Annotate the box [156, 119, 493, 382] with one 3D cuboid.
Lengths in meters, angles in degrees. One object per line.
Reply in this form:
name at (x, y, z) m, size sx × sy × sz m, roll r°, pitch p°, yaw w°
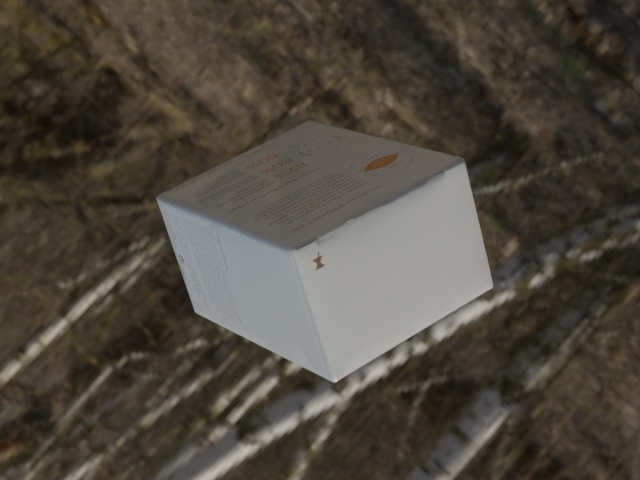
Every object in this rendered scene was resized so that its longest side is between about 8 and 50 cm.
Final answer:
box at (0.000, 0.000, 0.878) m, size 0.170 × 0.130 × 0.091 m, roll 22°, pitch 133°, yaw 54°
